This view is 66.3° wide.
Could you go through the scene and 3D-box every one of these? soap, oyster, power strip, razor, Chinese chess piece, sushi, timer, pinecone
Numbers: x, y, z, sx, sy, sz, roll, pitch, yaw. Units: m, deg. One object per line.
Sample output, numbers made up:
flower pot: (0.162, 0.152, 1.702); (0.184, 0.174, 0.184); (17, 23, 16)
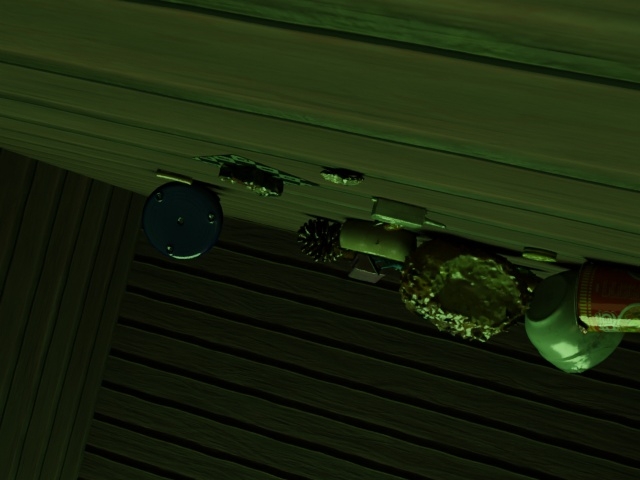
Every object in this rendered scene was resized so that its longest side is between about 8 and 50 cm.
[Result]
soap: (0.177, 0.105, 1.836); (0.122, 0.066, 0.203); (14, 166, 0)
oyster: (0.041, -0.110, 0.854); (0.083, 0.019, 0.054); (15, 177, 39)
power strip: (0.191, -0.053, 1.072); (0.175, 0.042, 0.075); (14, 176, 1)
razor: (0.260, 0.090, 1.654); (0.253, 0.042, 0.082); (13, -138, -45)
Chinese chess piece: (0.197, 0.003, 1.685); (0.273, 0.102, 0.273); (13, 178, 1)
sushi: (-0.155, -0.133, 1.101); (0.219, 0.047, 0.231); (15, 177, -37)
timer: (-0.470, -0.102, 1.819); (0.270, 0.271, 0.383); (14, -168, -4)
pinecone: (0.002, -0.001, 1.915); (0.195, 0.179, 0.150); (27, -145, -10)

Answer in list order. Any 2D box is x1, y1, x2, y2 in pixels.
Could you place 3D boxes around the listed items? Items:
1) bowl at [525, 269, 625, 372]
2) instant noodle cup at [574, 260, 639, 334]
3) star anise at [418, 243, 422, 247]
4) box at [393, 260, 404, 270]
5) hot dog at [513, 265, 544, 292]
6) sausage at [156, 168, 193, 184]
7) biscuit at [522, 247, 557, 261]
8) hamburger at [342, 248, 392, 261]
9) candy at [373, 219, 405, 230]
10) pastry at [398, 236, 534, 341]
bowl: (0.724, 0.211, 1.441); (0.163, 0.307, 0.307); (31, 176, -7)
instant noodle cup: (0.748, 0.147, 1.172); (0.212, 0.193, 0.193); (1, 170, 44)
star anise: (0.460, 0.063, 1.802); (0.219, 0.099, 0.214); (9, -168, 2)
box: (0.603, 0.136, 2.300); (0.385, 0.122, 0.344); (15, 177, -38)
hot dog: (0.720, 0.136, 1.932); (0.337, 0.101, 0.135); (14, -173, 30)
sausage: (-0.468, -0.203, 1.571); (0.115, 0.026, 0.026); (14, 178, -9)
biscuit: (0.571, 0.038, 1.276); (0.083, 0.023, 0.084); (12, 177, 1)
hamburger: (0.191, 0.034, 2.013); (0.261, 0.139, 0.243); (14, 176, -23)
candy: (0.184, -0.047, 1.213); (0.053, 0.047, 0.182); (12, 176, -20)
pastry: (0.430, 0.153, 1.547); (0.404, 0.293, 0.337); (17, 177, -4)
